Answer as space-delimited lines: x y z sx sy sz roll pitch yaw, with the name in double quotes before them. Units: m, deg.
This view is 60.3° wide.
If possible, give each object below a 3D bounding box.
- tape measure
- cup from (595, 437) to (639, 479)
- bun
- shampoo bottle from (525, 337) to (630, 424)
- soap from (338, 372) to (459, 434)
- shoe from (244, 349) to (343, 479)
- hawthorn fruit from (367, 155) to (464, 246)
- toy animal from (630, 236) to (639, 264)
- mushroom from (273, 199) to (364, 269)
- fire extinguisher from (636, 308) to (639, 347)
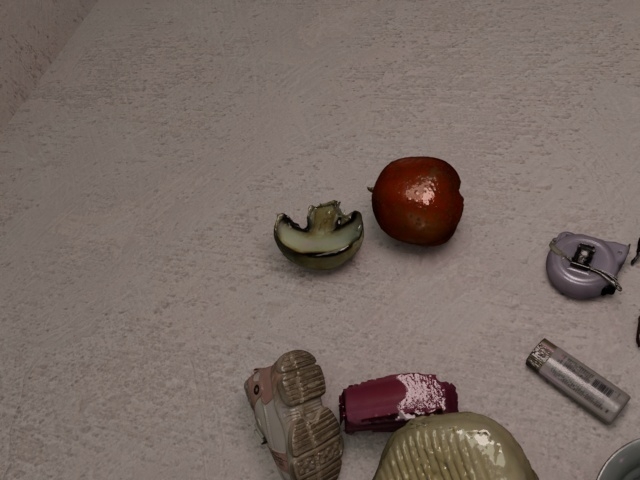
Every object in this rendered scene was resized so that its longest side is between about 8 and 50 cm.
"tape measure" 0.699 0.065 1.455 0.195 0.105 0.179 14 63 21
"cup" 0.709 0.578 1.082 0.346 0.163 0.348 -8 55 11
"bun" 0.282 0.530 1.164 0.359 0.211 0.360 -4 82 28
"shampoo bottle" 0.616 0.336 1.329 0.227 0.056 0.086 37 75 31
"soap" 0.173 0.403 1.331 0.288 0.182 0.112 -16 55 24
"shoe" -0.073 0.463 1.386 0.198 0.171 0.352 -25 67 43
"hawthorn fruit" 0.271 -0.118 1.596 0.299 0.275 0.276 15 63 22
"toy animal" 0.945 -0.035 1.455 0.160 0.197 0.273 41 119 16
"mushroom" 0.004 0.006 1.651 0.266 0.164 0.190 -13 59 3
"fire extinguisher" 0.878 0.179 1.347 0.251 0.075 0.106 -23 55 0
